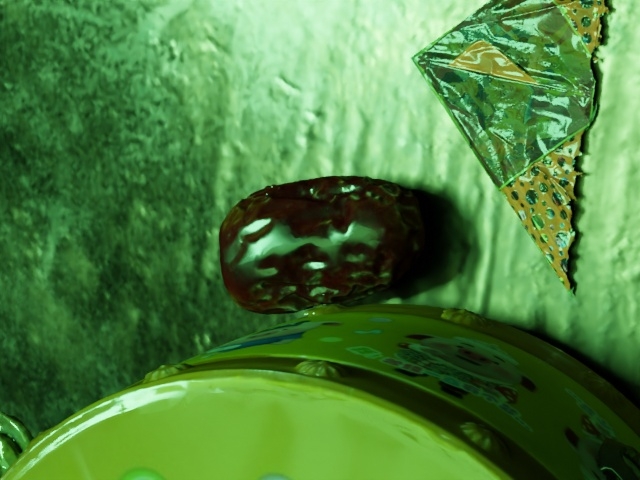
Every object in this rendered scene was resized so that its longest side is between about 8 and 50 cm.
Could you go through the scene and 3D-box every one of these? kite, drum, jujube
[{"bbox_3d":[0.102,-0.089,1.056,0.125,0.008,0.222,17,107,33],"label":"kite"},{"bbox_3d":[0.016,0.247,1.013,0.431,0.214,0.431,3,98,22],"label":"drum"},{"bbox_3d":[0.000,0.000,1.100,0.129,0.077,0.077,-13,92,29],"label":"jujube"}]

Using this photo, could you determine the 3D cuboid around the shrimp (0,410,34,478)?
[{"bbox_3d":[-0.158,0.262,1.254,0.168,0.077,0.317,-27,87,37],"label":"shrimp"}]
